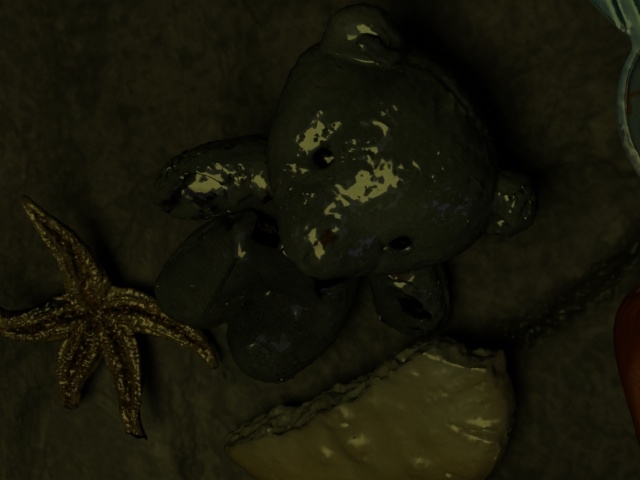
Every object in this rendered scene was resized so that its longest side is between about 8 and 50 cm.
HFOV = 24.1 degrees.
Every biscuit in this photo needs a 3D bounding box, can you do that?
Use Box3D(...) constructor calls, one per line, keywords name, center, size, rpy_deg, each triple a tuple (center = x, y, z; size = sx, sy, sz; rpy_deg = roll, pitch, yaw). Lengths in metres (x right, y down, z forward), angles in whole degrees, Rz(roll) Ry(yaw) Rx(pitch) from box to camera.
Box3D(name="biscuit", center=(0.053, 0.167, 1.197), size=(0.290, 0.038, 0.141), rpy_deg=(-29, 104, 38))

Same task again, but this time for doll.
Box3D(name="doll", center=(0.000, 0.003, 1.097), size=(0.246, 0.158, 0.340), rpy_deg=(37, 122, -14))

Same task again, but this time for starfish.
Box3D(name="starfish", center=(-0.194, 0.064, 1.290), size=(0.213, 0.057, 0.238), rpy_deg=(-5, 111, 22))

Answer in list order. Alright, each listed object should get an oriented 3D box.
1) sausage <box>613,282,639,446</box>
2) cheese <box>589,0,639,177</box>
Box3D(name="sausage", center=(0.281, 0.178, 1.053), size=(0.094, 0.097, 0.348), rpy_deg=(-7, 106, 40))
Box3D(name="cheese", center=(0.245, -0.110, 0.983), size=(0.135, 0.052, 0.244), rpy_deg=(-21, 98, 33))
